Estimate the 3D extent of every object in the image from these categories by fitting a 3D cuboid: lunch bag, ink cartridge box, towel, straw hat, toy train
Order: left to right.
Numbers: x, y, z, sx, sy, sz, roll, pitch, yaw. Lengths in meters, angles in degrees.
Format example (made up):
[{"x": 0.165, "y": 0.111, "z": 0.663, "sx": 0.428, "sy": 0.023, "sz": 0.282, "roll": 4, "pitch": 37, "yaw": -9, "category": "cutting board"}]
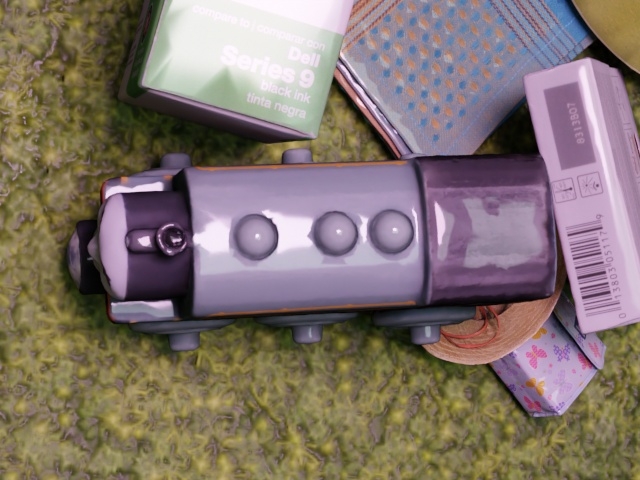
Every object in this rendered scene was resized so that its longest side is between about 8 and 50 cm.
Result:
[{"x": -0.035, "y": -0.218, "z": 1.054, "sx": 0.122, "sy": 0.211, "sz": 0.289, "roll": 16, "pitch": 90, "yaw": -10, "category": "ink cartridge box"}, {"x": 0.000, "y": 0.000, "z": 1.074, "sx": 0.334, "sy": 0.190, "sz": 0.142, "roll": -1, "pitch": 84, "yaw": -13, "category": "toy train"}, {"x": 0.060, "y": -0.261, "z": 1.226, "sx": 0.271, "sy": 0.040, "sz": 0.370, "roll": -41, "pitch": 99, "yaw": -21, "category": "towel"}, {"x": 0.131, "y": 0.033, "z": 1.206, "sx": 0.061, "sy": 0.145, "sz": 0.144, "roll": 38, "pitch": 67, "yaw": -56, "category": "straw hat"}, {"x": 0.178, "y": 0.084, "z": 1.229, "sx": 0.083, "sy": 0.053, "sz": 0.071, "roll": -43, "pitch": 102, "yaw": -30, "category": "lunch bag"}, {"x": 0.214, "y": -0.038, "z": 1.201, "sx": 0.066, "sy": 0.232, "sz": 0.189, "roll": -14, "pitch": 90, "yaw": 13, "category": "ink cartridge box"}]

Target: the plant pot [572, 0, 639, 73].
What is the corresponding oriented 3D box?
[{"x": 0.361, "y": -0.283, "z": 1.184, "sx": 0.275, "sy": 0.293, "sz": 0.274, "roll": 8, "pitch": 73, "yaw": -30, "category": "plant pot"}]
